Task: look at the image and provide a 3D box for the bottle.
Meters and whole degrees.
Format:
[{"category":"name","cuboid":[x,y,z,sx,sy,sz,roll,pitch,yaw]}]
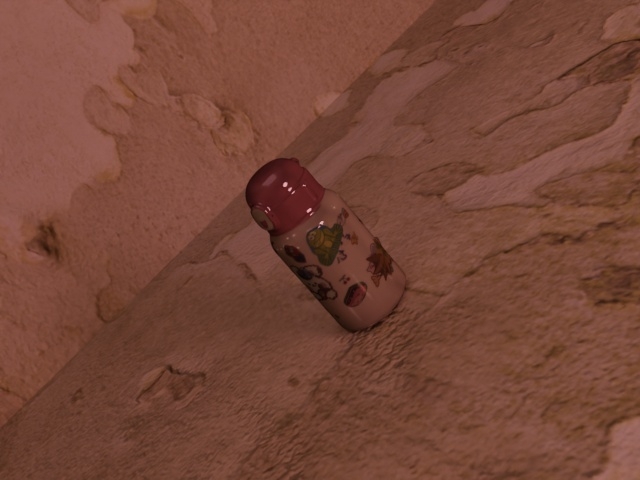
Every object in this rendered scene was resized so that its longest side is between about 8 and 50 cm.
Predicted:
[{"category":"bottle","cuboid":[0.000,0.000,1.106,0.120,0.253,0.120,-36,22,17]}]
